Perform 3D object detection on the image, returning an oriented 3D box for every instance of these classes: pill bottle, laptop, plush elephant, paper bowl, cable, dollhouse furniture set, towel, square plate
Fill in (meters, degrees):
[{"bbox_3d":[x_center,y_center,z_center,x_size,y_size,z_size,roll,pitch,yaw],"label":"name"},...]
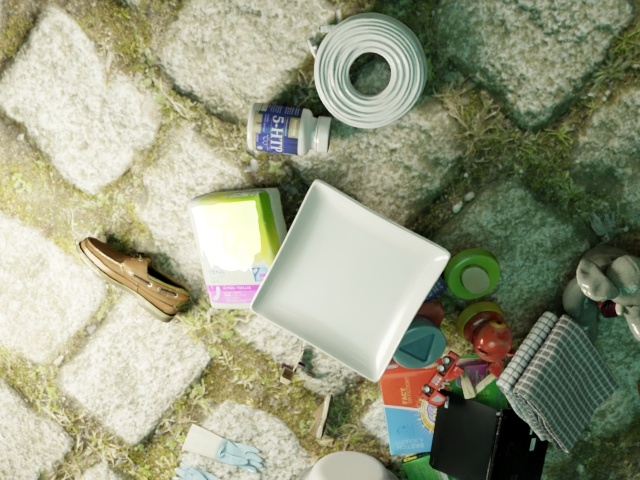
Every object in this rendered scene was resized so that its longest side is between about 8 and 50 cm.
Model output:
[{"bbox_3d":[-0.071,-0.257,1.674,0.186,0.112,0.112,7,107,4],"label":"pill bottle"},{"bbox_3d":[0.438,0.501,1.836,0.264,0.136,0.234,-2,109,-21],"label":"laptop"},{"bbox_3d":[0.697,0.112,1.632,0.272,0.255,0.330,-14,105,10],"label":"plush elephant"},{"bbox_3d":[0.074,0.654,1.844,0.284,0.284,0.148,4,107,5],"label":"paper bowl"},{"bbox_3d":[0.113,-0.384,1.628,0.257,0.089,0.257,-13,105,9],"label":"cable"},{"bbox_3d":[-0.052,0.327,1.849,0.091,0.114,0.081,27,103,0],"label":"dollhouse furniture set"},{"bbox_3d":[0.566,0.339,1.691,0.284,0.121,0.235,48,69,-30],"label":"towel"},{"bbox_3d":[0.062,0.091,1.617,0.344,0.049,0.347,29,103,6],"label":"square plate"}]

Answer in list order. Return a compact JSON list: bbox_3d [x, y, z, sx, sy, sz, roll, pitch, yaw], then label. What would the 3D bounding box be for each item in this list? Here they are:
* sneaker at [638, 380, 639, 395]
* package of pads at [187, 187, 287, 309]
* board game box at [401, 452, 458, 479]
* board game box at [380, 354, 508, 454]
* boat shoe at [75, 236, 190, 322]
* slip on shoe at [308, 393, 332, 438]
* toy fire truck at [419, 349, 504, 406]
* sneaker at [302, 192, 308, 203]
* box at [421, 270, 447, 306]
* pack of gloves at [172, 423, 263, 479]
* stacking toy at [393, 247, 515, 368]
[{"bbox_3d":[0.863,0.450,1.807,0.083,0.087,0.221,-24,103,13],"label":"sneaker"},{"bbox_3d":[-0.188,0.023,1.744,0.229,0.101,0.296,-2,107,30],"label":"package of pads"},{"bbox_3d":[0.332,0.690,1.964,0.136,0.030,0.260,-21,104,14],"label":"board game box"},{"bbox_3d":[0.324,0.426,1.866,0.316,0.064,0.242,-8,106,8],"label":"board game box"},{"bbox_3d":[-0.470,0.076,1.825,0.307,0.111,0.104,39,103,-17],"label":"boat shoe"},{"bbox_3d":[0.000,0.468,1.922,0.041,0.051,0.135,18,114,12],"label":"slip on shoe"},{"bbox_3d":[0.349,0.343,1.769,0.135,0.047,0.192,34,90,11],"label":"toy fire truck"},{"bbox_3d":[0.000,0.000,1.759,0.115,0.090,0.232,9,109,-2],"label":"sneaker"},{"bbox_3d":[0.187,0.104,1.759,0.207,0.108,0.153,-41,99,15],"label":"box"},{"bbox_3d":[-0.285,0.634,2.012,0.232,0.046,0.195,22,96,-4],"label":"pack of gloves"},{"bbox_3d":[0.305,0.175,1.658,0.309,0.130,0.279,-7,123,-6],"label":"stacking toy"}]
